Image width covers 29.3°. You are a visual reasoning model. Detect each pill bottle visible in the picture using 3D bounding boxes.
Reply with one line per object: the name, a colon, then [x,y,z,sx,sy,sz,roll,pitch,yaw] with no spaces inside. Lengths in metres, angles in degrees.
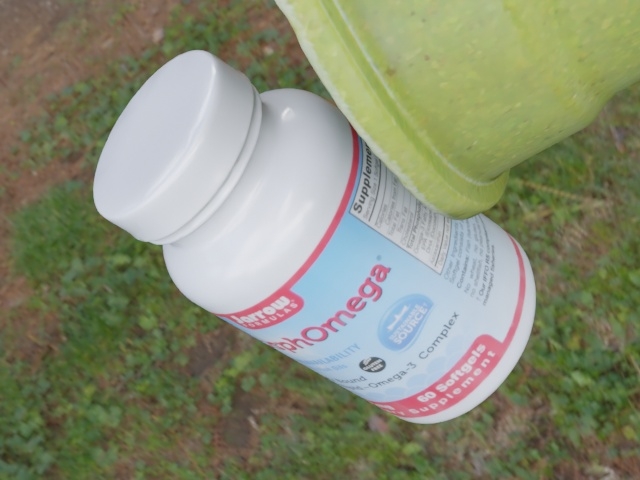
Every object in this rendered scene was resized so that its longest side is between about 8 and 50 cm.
pill bottle: [0.000,0.000,0.452,0.087,0.160,0.087,-33,40,33]

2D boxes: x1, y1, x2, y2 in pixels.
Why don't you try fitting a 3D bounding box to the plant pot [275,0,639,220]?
plant pot: [0.115,-0.176,0.379,0.254,0.276,0.276,-20,54,20]
